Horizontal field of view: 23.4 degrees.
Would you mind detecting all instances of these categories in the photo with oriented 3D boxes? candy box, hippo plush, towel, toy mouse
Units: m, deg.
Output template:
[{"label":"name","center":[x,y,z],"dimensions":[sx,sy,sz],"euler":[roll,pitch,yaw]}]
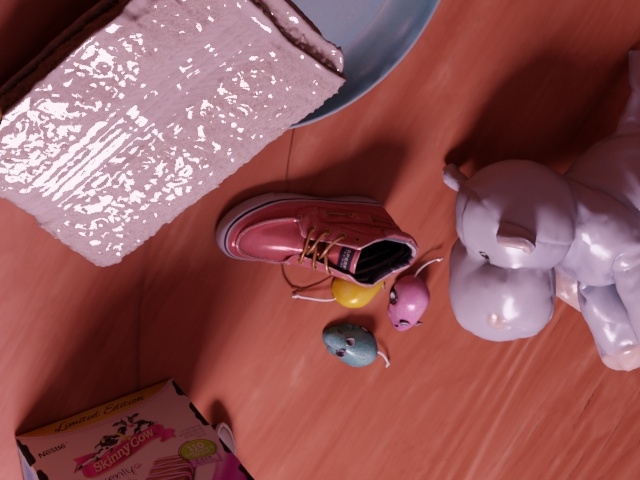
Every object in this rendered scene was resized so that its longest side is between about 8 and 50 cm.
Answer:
[{"label":"candy box","center":[-0.144,0.229,1.323],"dimensions":[0.159,0.233,0.071],"euler":[-20,127,-24]},{"label":"hippo plush","center":[0.248,0.004,1.447],"dimensions":[0.236,0.234,0.294],"euler":[-7,122,-32]},{"label":"towel","center":[-0.131,-0.101,1.198],"dimensions":[0.282,0.049,0.187],"euler":[-38,130,16]},{"label":"toy mouse","center":[0.059,0.080,1.503],"dimensions":[0.161,0.031,0.143],"euler":[-26,129,-18]}]

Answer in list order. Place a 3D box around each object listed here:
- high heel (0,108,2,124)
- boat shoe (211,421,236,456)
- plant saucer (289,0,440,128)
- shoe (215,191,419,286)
[{"label":"high heel","center":[-0.254,-0.207,1.067],"dimensions":[0.186,0.093,0.261],"euler":[-38,123,0]},{"label":"boat shoe","center":[-0.101,0.226,1.482],"dimensions":[0.046,0.038,0.125],"euler":[-64,153,-49]},{"label":"plant saucer","center":[-0.029,-0.239,1.238],"dimensions":[0.317,0.044,0.318],"euler":[-16,125,-25]},{"label":"shoe","center":[0.000,0.000,1.380],"dimensions":[0.178,0.081,0.063],"euler":[-4,120,-32]}]
